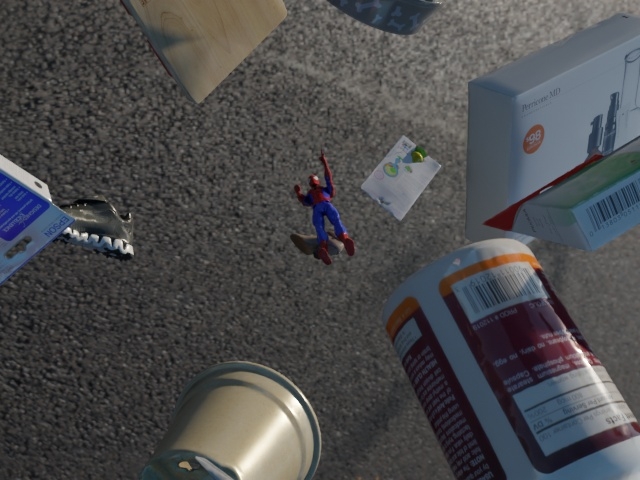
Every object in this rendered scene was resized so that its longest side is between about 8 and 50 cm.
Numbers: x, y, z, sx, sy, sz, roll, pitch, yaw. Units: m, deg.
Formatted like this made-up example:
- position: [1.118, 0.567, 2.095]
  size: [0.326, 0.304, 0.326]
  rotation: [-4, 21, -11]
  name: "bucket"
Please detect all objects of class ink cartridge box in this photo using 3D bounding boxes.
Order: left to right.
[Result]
- position: [-0.511, -0.037, 1.060]
  size: [0.206, 0.045, 0.208]
  rotation: [-36, 129, 16]
  name: "ink cartridge box"
- position: [0.285, -0.066, 0.761]
  size: [0.181, 0.225, 0.056]
  rotation: [-30, 106, -8]
  name: "ink cartridge box"

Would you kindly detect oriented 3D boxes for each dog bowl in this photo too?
- position: [0.116, -0.589, 1.609]
  size: [0.349, 0.348, 0.102]
  rotation: [-15, 145, -44]
  name: "dog bowl"

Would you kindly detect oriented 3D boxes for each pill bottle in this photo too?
- position: [0.250, 0.213, 0.875]
  size: [0.224, 0.224, 0.392]
  rotation: [10, 47, -46]
  name: "pill bottle"

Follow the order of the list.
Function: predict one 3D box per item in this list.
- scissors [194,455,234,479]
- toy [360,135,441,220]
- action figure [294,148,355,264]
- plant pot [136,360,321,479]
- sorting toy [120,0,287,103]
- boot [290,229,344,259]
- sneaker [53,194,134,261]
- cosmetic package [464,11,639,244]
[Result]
- position: [-0.051, 0.391, 0.944]
  size: [0.297, 0.021, 0.109]
  rotation: [27, 73, -6]
  name: "scissors"
- position: [0.209, -0.162, 1.919]
  size: [0.137, 0.056, 0.237]
  rotation: [40, 61, 0]
  name: "toy"
- position: [-0.002, -0.088, 1.572]
  size: [0.092, 0.280, 0.139]
  rotation: [-20, 127, 2]
  name: "action figure"
- position: [-0.193, 0.442, 1.389]
  size: [0.305, 0.334, 0.333]
  rotation: [-37, 125, -74]
  name: "plant pot"
- position: [-0.212, -0.422, 1.249]
  size: [0.255, 0.089, 0.257]
  rotation: [-49, 144, -14]
  name: "sorting toy"
- position: [0.000, 0.000, 1.643]
  size: [0.087, 0.118, 0.042]
  rotation: [-34, 143, -29]
  name: "boot"
- position: [-0.437, -0.041, 1.308]
  size: [0.234, 0.078, 0.106]
  rotation: [24, 68, -45]
  name: "sneaker"
- position: [0.399, -0.177, 1.171]
  size: [0.377, 0.097, 0.284]
  rotation: [-28, 129, -26]
  name: "cosmetic package"
